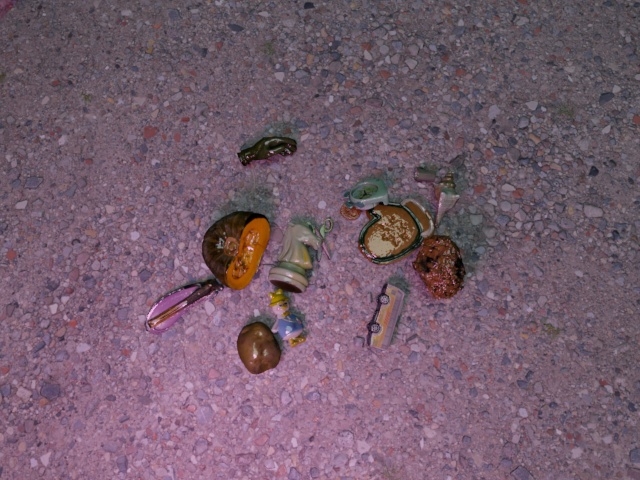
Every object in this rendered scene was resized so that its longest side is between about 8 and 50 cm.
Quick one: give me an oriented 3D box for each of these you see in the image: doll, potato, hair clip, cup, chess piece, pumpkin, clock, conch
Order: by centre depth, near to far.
[{"bbox_3d":[-0.250,0.427,1.685,0.155,0.137,0.200,-20,79,-30],"label":"potato"},{"bbox_3d":[-0.143,0.315,1.725,0.135,0.099,0.241,-25,81,0],"label":"doll"},{"bbox_3d":[-0.355,0.023,1.752,0.232,0.242,0.324,20,82,34],"label":"pumpkin"},{"bbox_3d":[-0.096,0.060,1.759,0.176,0.175,0.298,16,69,4],"label":"chess piece"},{"bbox_3d":[-0.580,0.260,1.760,0.359,0.095,0.110,-31,115,2],"label":"hair clip"},{"bbox_3d":[0.544,-0.186,1.801,0.114,0.137,0.233,-2,65,14],"label":"conch"},{"bbox_3d":[0.195,-0.193,1.820,0.189,0.060,0.148,-14,41,8],"label":"clock"},{"bbox_3d":[0.464,-0.292,1.880,0.083,0.075,0.054,6,115,-2],"label":"cup"}]

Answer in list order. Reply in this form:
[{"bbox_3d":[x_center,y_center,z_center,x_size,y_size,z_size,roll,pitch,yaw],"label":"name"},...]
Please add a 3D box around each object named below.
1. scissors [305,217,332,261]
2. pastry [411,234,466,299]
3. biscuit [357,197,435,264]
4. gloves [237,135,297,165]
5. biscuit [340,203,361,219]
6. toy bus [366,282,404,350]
[{"bbox_3d":[0.000,0.000,1.829,0.134,0.020,0.187,-11,76,1],"label":"scissors"},{"bbox_3d":[0.469,0.109,1.694,0.193,0.275,0.274,-13,78,6],"label":"pastry"},{"bbox_3d":[0.307,-0.059,1.821,0.344,0.057,0.287,-32,80,-6],"label":"biscuit"},{"bbox_3d":[-0.235,-0.403,1.870,0.268,0.135,0.107,-12,120,-1],"label":"gloves"},{"bbox_3d":[0.133,-0.130,1.858,0.091,0.015,0.078,25,78,5],"label":"biscuit"},{"bbox_3d":[0.263,0.312,1.729,0.106,0.092,0.268,20,79,-5],"label":"toy bus"}]
